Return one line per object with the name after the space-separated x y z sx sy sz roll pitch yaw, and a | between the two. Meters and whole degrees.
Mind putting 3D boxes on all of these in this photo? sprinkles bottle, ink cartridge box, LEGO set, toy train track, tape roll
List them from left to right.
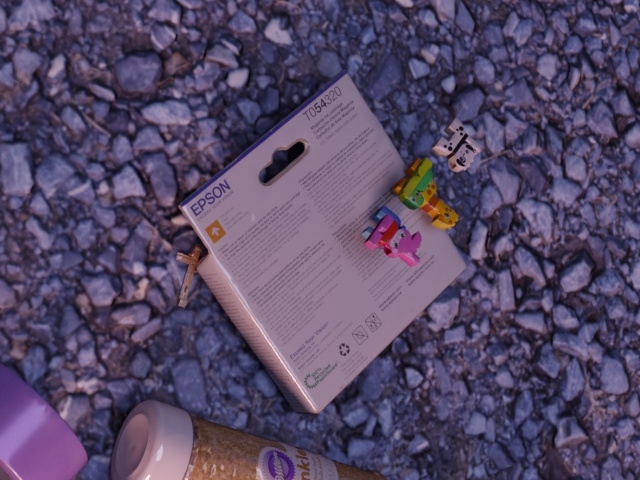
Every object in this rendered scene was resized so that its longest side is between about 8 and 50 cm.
-0.355 0.213 1.705 0.080 0.189 0.189 -48 111 -25 | tape roll
-0.163 0.044 1.935 0.048 0.014 0.083 22 77 -29 | toy train track
-0.081 0.302 1.910 0.355 0.121 0.121 22 76 -29 | sprinkles bottle
0.000 0.000 2.003 0.324 0.071 0.330 -41 106 -30 | ink cartridge box
0.139 -0.041 2.006 0.093 0.087 0.227 40 63 -8 | LEGO set
